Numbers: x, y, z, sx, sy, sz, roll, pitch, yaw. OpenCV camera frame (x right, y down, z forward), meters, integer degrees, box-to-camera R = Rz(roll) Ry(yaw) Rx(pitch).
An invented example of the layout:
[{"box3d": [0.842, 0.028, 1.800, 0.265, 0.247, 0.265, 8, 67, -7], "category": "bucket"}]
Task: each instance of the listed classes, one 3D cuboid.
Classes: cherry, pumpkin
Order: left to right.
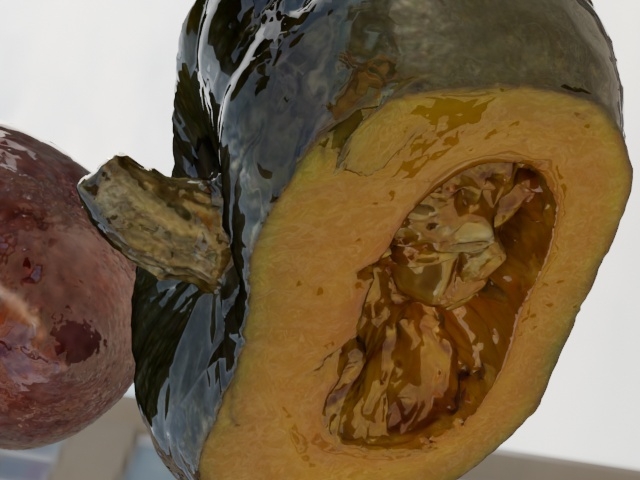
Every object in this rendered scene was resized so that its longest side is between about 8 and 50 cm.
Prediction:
[{"box3d": [-0.177, 0.025, 1.018, 0.175, 0.249, 0.192, -44, -58, -8], "category": "cherry"}, {"box3d": [0.000, 0.000, 0.839, 0.317, 0.221, 0.139, 111, 145, -42], "category": "pumpkin"}]
